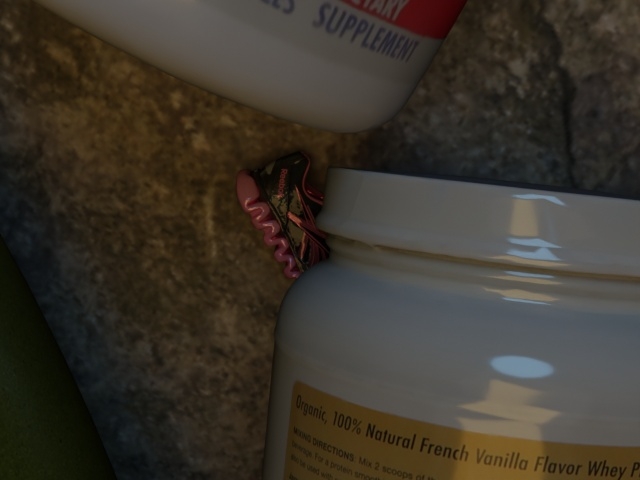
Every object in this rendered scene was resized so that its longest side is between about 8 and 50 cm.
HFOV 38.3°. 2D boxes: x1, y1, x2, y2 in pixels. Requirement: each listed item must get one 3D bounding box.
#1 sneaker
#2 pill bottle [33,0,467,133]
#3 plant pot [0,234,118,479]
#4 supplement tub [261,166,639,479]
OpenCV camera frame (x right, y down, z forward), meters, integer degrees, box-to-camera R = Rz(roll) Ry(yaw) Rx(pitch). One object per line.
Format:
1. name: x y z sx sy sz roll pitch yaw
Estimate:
1. sneaker: 0.000 0.000 0.547 0.057 0.047 0.119 -31 103 4
2. pill bottle: 0.027 -0.268 0.354 0.229 0.229 0.408 29 109 -3
3. plant pot: -0.287 0.100 0.480 0.366 0.366 0.353 -12 94 11
4. supplement tub: 0.081 0.128 0.461 0.228 0.228 0.316 7 95 5
